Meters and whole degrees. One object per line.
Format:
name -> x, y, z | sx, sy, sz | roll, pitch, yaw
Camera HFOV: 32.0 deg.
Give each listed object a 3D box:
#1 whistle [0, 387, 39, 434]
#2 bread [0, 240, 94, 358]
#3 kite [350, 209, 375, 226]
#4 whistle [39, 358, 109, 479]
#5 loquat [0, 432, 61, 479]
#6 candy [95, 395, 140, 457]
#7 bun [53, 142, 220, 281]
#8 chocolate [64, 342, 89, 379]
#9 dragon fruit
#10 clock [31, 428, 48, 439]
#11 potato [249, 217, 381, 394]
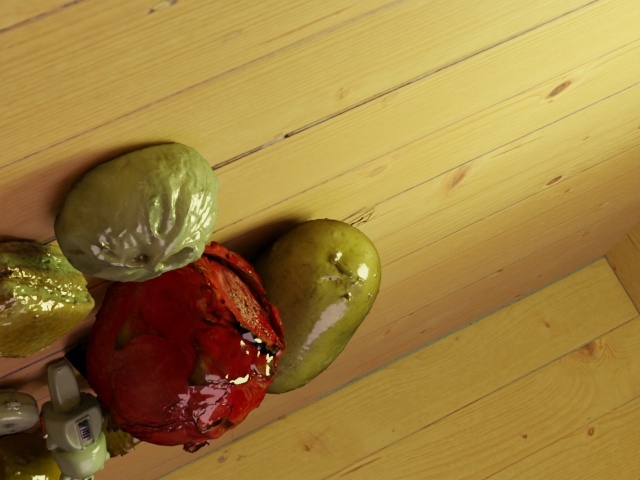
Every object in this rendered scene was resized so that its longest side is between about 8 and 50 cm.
whistle -> -0.569, 0.312, 1.933 | 0.126, 0.067, 0.258 | 3, 154, -33
bread -> -0.384, 0.075, 1.380 | 0.138, 0.102, 0.196 | -34, 163, 11
kite -> 0.002, 0.003, 2.011 | 0.229, 0.016, 0.127 | -31, 168, 14
whistle -> -0.433, 0.323, 1.948 | 0.106, 0.253, 0.101 | 1, -152, 19
loquat -> -0.591, 0.492, 2.208 | 0.213, 0.213, 0.246 | -30, 151, 6
candy -> -0.341, 0.308, 2.113 | 0.260, 0.118, 0.260 | -34, -173, 4
bun -> -0.209, -0.020, 1.331 | 0.204, 0.126, 0.212 | -20, 164, -22
chocolate -> -0.290, 0.207, 1.902 | 0.177, 0.224, 0.206 | -49, -163, -18
dragon fruit -> -0.199, 0.160, 1.661 | 0.296, 0.295, 0.301 | -7, 141, -54
clock -> -0.566, 0.438, 2.368 | 0.156, 0.063, 0.229 | -21, 165, -23
potato -> -0.026, 0.097, 1.865 | 0.359, 0.219, 0.269 | -49, -175, 38
